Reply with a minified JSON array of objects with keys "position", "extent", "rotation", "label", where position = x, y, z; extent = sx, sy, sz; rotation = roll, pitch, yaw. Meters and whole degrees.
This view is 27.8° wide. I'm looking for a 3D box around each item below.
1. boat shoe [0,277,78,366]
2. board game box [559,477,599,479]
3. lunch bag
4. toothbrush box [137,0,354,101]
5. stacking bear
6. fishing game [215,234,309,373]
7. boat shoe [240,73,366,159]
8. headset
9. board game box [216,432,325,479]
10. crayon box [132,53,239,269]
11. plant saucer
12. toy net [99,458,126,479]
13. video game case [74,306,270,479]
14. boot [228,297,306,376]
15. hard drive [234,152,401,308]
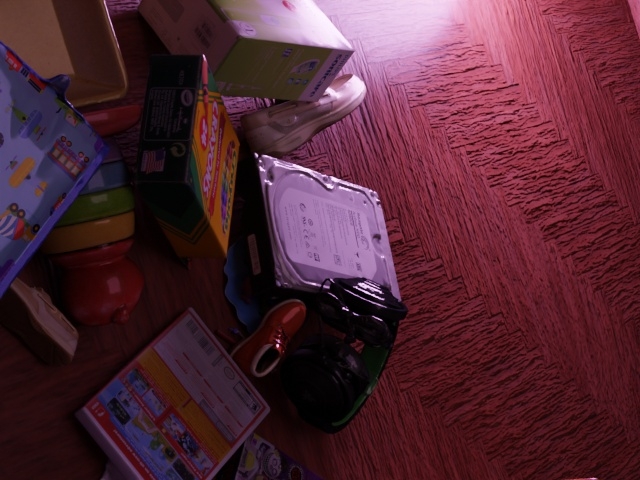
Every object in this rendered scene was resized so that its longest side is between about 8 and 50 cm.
[{"position":[-0.385,0.093,1.725],"extent":[0.170,0.063,0.059],"rotation":[55,33,-26],"label":"boat shoe"},{"position":[0.365,0.644,2.162],"extent":[0.356,0.356,0.356],"rotation":[43,48,-36],"label":"board game box"},{"position":[-0.409,-0.099,1.592],"extent":[0.221,0.138,0.293],"rotation":[44,75,-23],"label":"lunch bag"},{"position":[-0.117,-0.338,2.078],"extent":[0.283,0.122,0.206],"rotation":[-2,48,-51],"label":"toothbrush box"},{"position":[-0.319,-0.025,1.772],"extent":[0.164,0.175,0.289],"rotation":[-19,100,-53],"label":"stacking bear"},{"position":[-0.080,0.074,2.104],"extent":[0.189,0.041,0.264],"rotation":[39,51,-32],"label":"fishing game"},{"position":[-0.028,-0.234,2.224],"extent":[0.302,0.109,0.098],"rotation":[-39,108,-43],"label":"boat shoe"},{"position":[0.058,0.173,2.017],"extent":[0.243,0.185,0.394],"rotation":[-59,157,-16],"label":"headset"},{"position":[-0.096,0.483,1.938],"extent":[0.208,0.056,0.347],"rotation":[43,48,-38],"label":"board game box"},{"position":[-0.184,-0.106,1.889],"extent":[0.318,0.081,0.202],"rotation":[72,20,-66],"label":"crayon box"},{"position":[-0.454,-0.313,1.725],"extent":[0.333,0.081,0.333],"rotation":[-17,90,-37],"label":"plant saucer"},{"position":[-0.249,0.403,1.783],"extent":[0.122,0.045,0.232],"rotation":[15,66,-46],"label":"toy net"},{"position":[-0.204,0.246,1.863],"extent":[0.204,0.025,0.285],"rotation":[53,38,-7],"label":"video game case"},{"position":[-0.068,0.154,2.009],"extent":[0.158,0.084,0.059],"rotation":[-45,114,-20],"label":"boot"},{"position":[0.000,0.000,2.170],"extent":[0.339,0.064,0.237],"rotation":[16,57,-50],"label":"hard drive"}]
